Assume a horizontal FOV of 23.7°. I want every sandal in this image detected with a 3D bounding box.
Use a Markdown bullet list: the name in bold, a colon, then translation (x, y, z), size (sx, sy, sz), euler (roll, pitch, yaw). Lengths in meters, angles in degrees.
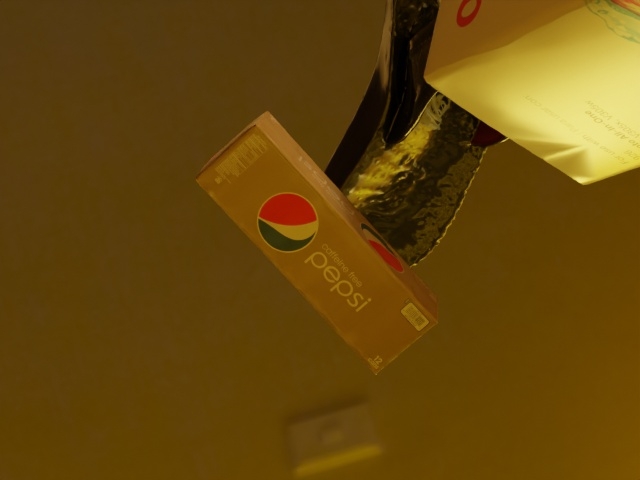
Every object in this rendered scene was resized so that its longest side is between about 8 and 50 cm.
- **sandal**: translation (0.119, -0.125, 1.237), size (0.107, 0.167, 0.446), euler (-116, 34, -42)

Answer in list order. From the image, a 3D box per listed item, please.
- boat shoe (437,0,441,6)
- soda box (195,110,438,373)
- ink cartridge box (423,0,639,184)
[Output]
- **boat shoe**: translation (0.119, -0.212, 1.033), size (0.066, 0.066, 0.183), euler (98, -168, -65)
- **soda box**: translation (0.000, 0.000, 1.036), size (0.181, 0.058, 0.061), euler (48, -167, -7)
- **ink cartridge box**: translation (0.144, -0.125, 0.495), size (0.093, 0.212, 0.154), euler (28, -118, -27)
